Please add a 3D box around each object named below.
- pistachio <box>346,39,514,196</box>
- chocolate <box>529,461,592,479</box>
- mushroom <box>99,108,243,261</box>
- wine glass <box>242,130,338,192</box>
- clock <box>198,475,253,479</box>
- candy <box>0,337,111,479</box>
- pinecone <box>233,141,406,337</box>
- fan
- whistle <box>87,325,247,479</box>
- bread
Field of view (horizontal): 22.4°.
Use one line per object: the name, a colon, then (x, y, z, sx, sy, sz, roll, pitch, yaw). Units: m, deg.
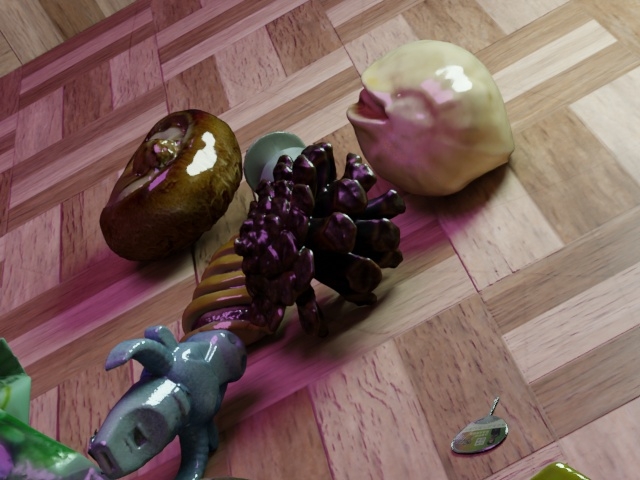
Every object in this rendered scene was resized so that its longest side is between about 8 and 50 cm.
pistachio: (0.143, -0.165, 2.094, 0.318, 0.213, 0.193, -98, 28, -71)
chocolate: (0.173, 0.319, 1.167, 0.288, 0.137, 0.301, -36, 25, -13)
mushroom: (-0.217, -0.075, 2.326, 0.253, 0.153, 0.253, -45, 17, 18)
wine glass: (-0.028, -0.073, 2.196, 0.103, 0.103, 0.231, -33, 25, -6)
clock: (-0.138, 0.325, 1.611, 0.235, 0.029, 0.235, -20, 30, 12)
candy: (-0.369, 0.298, 1.810, 0.263, 0.172, 0.398, -40, 38, -11)
pinecone: (0.002, 0.000, 1.906, 0.202, 0.229, 0.201, 19, 16, 38)
fan: (0.167, 0.186, 1.595, 0.080, 0.003, 0.060, -41, 27, -21)
whistle: (-0.166, 0.175, 1.794, 0.093, 0.180, 0.269, -13, 21, 32)
bread: (-0.101, 0.062, 2.044, 0.134, 0.081, 0.225, -16, 28, 27)
